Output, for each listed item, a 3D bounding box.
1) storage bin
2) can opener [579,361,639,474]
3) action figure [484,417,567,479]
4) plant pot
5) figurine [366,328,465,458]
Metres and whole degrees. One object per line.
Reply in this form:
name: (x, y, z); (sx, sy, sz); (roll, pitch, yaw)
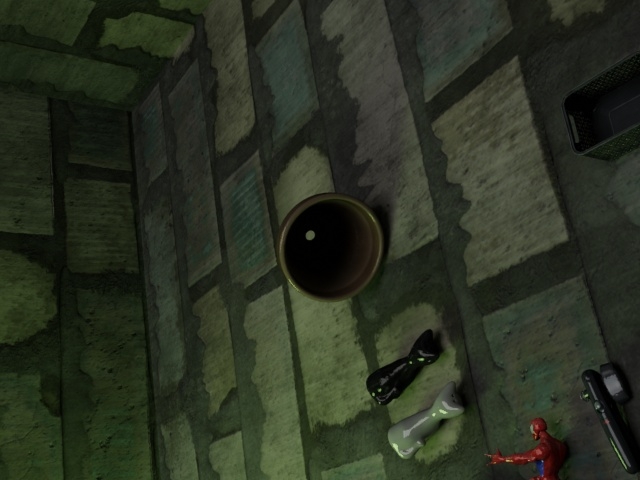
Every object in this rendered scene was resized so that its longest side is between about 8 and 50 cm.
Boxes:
storage bin: (0.515, -0.225, 1.352); (0.180, 0.084, 0.122); (-31, 60, 49)
can opener: (0.491, 0.300, 1.335); (0.073, 0.059, 0.186); (-41, 53, 45)
action figure: (0.392, 0.465, 1.428); (0.139, 0.091, 0.280); (-23, 67, 43)
plant pot: (0.000, 0.000, 1.973); (0.229, 0.263, 0.263); (-147, 66, -71)
figurine: (0.215, 0.332, 1.725); (0.209, 0.092, 0.215); (-51, 47, 34)
